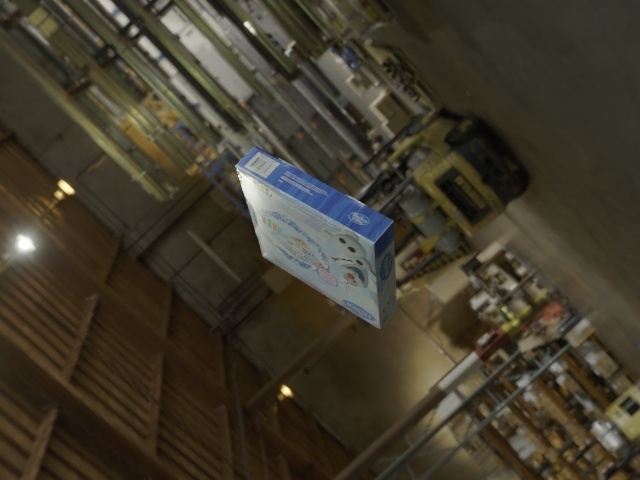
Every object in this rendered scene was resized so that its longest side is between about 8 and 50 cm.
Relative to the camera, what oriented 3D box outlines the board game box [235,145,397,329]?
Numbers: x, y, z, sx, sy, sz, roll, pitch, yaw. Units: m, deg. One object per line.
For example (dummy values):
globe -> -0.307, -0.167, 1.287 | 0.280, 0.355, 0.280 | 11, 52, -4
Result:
board game box -> 0.000, 0.000, 0.433 | 0.090, 0.020, 0.090 | 31, 154, 24
